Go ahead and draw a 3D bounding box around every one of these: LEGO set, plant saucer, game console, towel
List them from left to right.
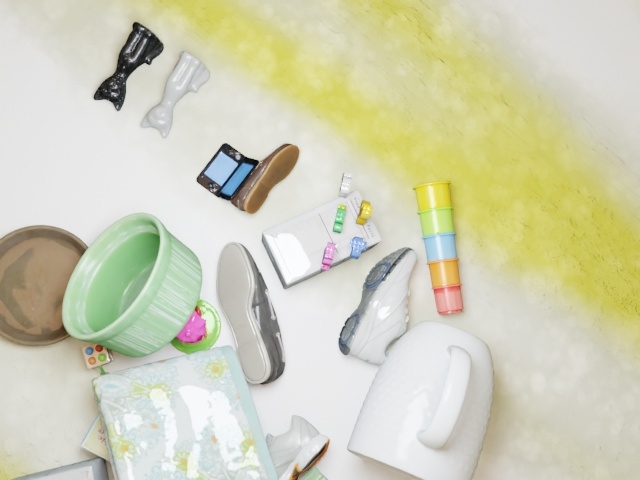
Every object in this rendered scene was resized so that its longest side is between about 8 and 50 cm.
[{"bbox_3d":[-0.644,0.103,1.746,0.278,0.041,0.278,1,82,-6],"label":"plant saucer"},{"bbox_3d":[-0.286,0.425,1.620,0.320,0.090,0.374,-10,62,-26],"label":"towel"},{"bbox_3d":[-0.222,-0.166,1.810,0.107,0.071,0.122,36,80,0],"label":"game console"},{"bbox_3d":[0.070,-0.043,1.673,0.087,0.093,0.227,13,80,-4],"label":"LEGO set"}]

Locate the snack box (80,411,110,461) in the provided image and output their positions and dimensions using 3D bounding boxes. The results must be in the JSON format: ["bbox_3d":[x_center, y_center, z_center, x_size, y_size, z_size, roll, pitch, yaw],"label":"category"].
[{"bbox_3d":[-0.350,0.452,1.714,0.322,0.060,0.187,29,78,-1],"label":"snack box"}]

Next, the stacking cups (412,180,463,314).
[{"bbox_3d":[0.295,0.018,1.833,0.096,0.096,0.316,-9,87,-7],"label":"stacking cups"}]

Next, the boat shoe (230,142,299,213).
[{"bbox_3d":[-0.136,-0.158,1.818,0.073,0.073,0.207,27,70,39],"label":"boat shoe"}]

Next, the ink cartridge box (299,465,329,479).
[{"bbox_3d":[0.006,0.653,1.726,0.171,0.056,0.235,-45,112,-9],"label":"ink cartridge box"}]

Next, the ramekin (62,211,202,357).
[{"bbox_3d":[-0.399,0.104,1.644,0.148,0.303,0.303,40,77,-40],"label":"ramekin"}]

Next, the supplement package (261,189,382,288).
[{"bbox_3d":[0.000,0.000,1.776,0.244,0.134,0.139,-24,85,-9],"label":"supplement package"}]

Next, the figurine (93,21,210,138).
[{"bbox_3d":[-0.406,-0.377,1.823,0.215,0.092,0.209,31,88,-1],"label":"figurine"}]

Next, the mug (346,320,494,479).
[{"bbox_3d":[0.245,0.346,1.633,0.276,0.374,0.328,22,74,3],"label":"mug"}]

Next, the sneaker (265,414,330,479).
[{"bbox_3d":[-0.105,0.511,1.726,0.262,0.099,0.121,-43,69,-8],"label":"sneaker"}]

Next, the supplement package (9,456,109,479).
[{"bbox_3d":[-0.558,0.590,1.629,0.203,0.149,0.194,-13,83,-6],"label":"supplement package"}]

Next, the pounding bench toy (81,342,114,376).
[{"bbox_3d":[-0.501,0.273,1.722,0.052,0.065,0.083,-18,84,-8],"label":"pounding bench toy"}]

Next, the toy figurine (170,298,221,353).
[{"bbox_3d":[-0.297,0.169,1.710,0.130,0.159,0.173,-16,83,-8],"label":"toy figurine"}]

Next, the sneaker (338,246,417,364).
[{"bbox_3d":[0.156,0.155,1.800,0.129,0.111,0.297,30,84,-17],"label":"sneaker"}]

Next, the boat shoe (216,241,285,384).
[{"bbox_3d":[-0.160,0.169,1.770,0.112,0.095,0.335,-19,78,28],"label":"boat shoe"}]
